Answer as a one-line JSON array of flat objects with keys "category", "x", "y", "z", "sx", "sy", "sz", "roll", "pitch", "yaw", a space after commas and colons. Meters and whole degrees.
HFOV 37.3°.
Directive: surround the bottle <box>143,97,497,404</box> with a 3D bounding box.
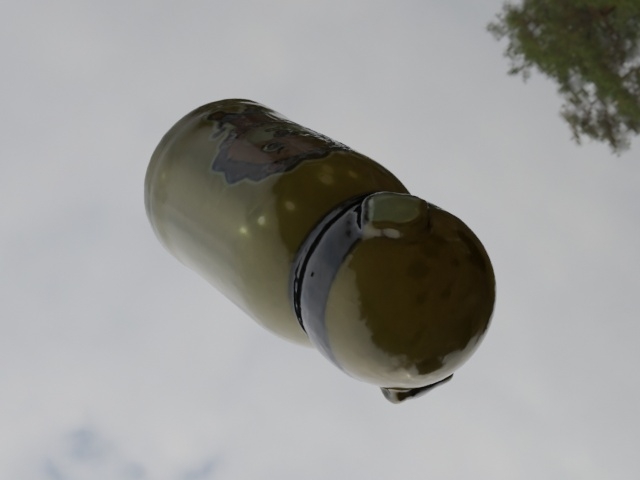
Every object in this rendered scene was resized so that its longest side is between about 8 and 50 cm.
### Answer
[{"category": "bottle", "x": 0.000, "y": 0.000, "z": 0.780, "sx": 0.172, "sy": 0.171, "sz": 0.351, "roll": 10, "pitch": -168, "yaw": -37}]
